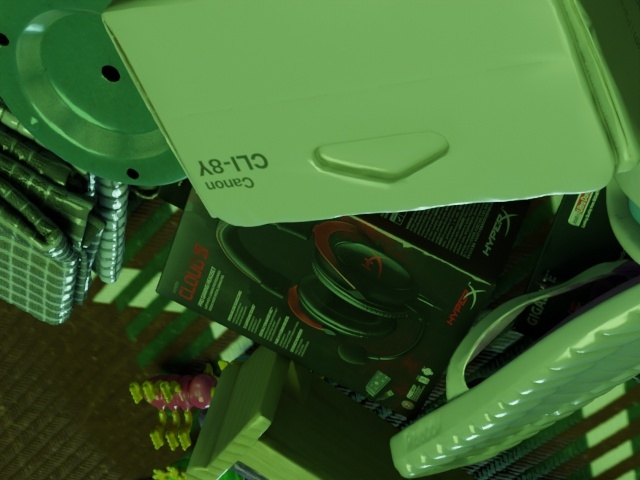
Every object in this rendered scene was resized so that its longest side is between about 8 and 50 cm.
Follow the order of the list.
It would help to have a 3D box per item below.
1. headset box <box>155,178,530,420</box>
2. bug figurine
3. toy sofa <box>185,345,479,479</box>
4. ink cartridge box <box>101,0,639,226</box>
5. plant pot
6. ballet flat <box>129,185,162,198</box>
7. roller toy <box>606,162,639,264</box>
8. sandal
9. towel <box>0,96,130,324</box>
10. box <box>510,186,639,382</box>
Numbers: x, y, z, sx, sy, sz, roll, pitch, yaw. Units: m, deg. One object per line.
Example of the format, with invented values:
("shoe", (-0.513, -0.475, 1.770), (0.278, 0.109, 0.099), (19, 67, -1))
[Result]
("headset box", (0.000, 0.000, 1.468), (0.293, 0.110, 0.218), (27, 139, 1))
("bug figurine", (-0.078, 0.205, 1.740), (0.216, 0.072, 0.279), (1, 128, 20))
("toy sofa", (0.050, 0.251, 1.596), (0.362, 0.150, 0.177), (34, 126, -13))
("ink cartridge box", (0.086, -0.200, 1.018), (0.279, 0.385, 0.160), (-6, 128, 32))
("plant pot", (-0.108, -0.186, 1.235), (0.271, 0.255, 0.272), (15, 137, 15))
("ballet flat", (-0.181, -0.121, 1.451), (0.077, 0.079, 0.221), (-25, 131, 4))
("roller toy", (0.298, -0.059, 1.193), (0.191, 0.209, 0.146), (19, 138, 26))
("sandal", (0.178, 0.084, 1.379), (0.416, 0.169, 0.102), (-40, 66, 44))
("towel", (-0.309, -0.051, 1.481), (0.283, 0.121, 0.235), (29, 152, 5))
("box", (0.269, 0.023, 1.392), (0.175, 0.051, 0.220), (23, 139, 6))
